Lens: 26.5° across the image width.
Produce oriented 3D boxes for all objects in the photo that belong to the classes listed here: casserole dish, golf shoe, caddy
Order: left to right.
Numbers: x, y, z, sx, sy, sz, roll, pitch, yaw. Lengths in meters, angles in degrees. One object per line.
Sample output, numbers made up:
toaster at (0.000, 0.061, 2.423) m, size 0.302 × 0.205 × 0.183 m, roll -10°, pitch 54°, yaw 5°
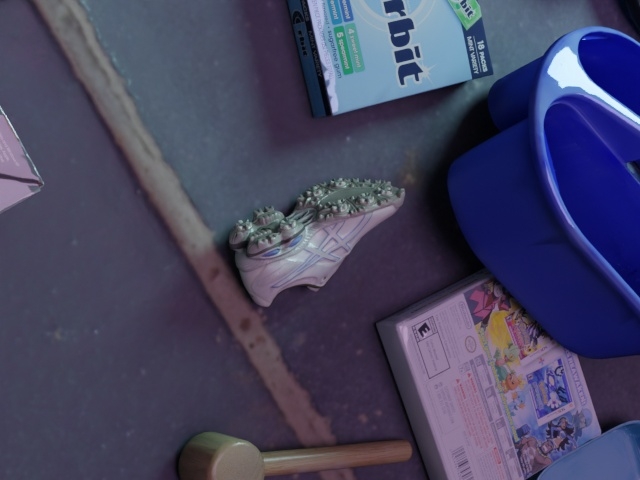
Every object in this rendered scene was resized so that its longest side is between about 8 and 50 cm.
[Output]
golf shoe at (0.000, 0.000, 1.232) m, size 0.176 × 0.069 × 0.086 m, roll -22°, pitch 121°, yaw -24°
casserole dish at (0.279, 0.256, 1.393) m, size 0.188 × 0.037 × 0.114 m, roll -24°, pitch 102°, yaw -27°
caddy at (0.285, -0.038, 1.278) m, size 0.341 × 0.179 × 0.241 m, roll 44°, pitch 53°, yaw -22°

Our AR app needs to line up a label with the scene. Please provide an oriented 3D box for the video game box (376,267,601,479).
video game box at (0.167, 0.135, 1.323) m, size 0.187 × 0.048 × 0.205 m, roll -24°, pitch 102°, yaw -25°

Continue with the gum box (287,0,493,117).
gum box at (0.063, -0.210, 1.262) m, size 0.184 × 0.041 × 0.157 m, roll -17°, pitch 99°, yaw -26°

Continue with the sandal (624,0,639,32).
sandal at (0.485, -0.204, 1.453) m, size 0.446 × 0.107 × 0.167 m, roll 43°, pitch 73°, yaw -23°

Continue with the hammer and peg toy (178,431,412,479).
hammer and peg toy at (0.013, 0.333, 1.197) m, size 0.266 × 0.127 × 0.361 m, roll -13°, pitch 97°, yaw -28°

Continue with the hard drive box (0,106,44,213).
hard drive box at (-0.306, -0.092, 0.956) m, size 0.089 × 0.232 × 0.181 m, roll -33°, pitch 105°, yaw -23°
